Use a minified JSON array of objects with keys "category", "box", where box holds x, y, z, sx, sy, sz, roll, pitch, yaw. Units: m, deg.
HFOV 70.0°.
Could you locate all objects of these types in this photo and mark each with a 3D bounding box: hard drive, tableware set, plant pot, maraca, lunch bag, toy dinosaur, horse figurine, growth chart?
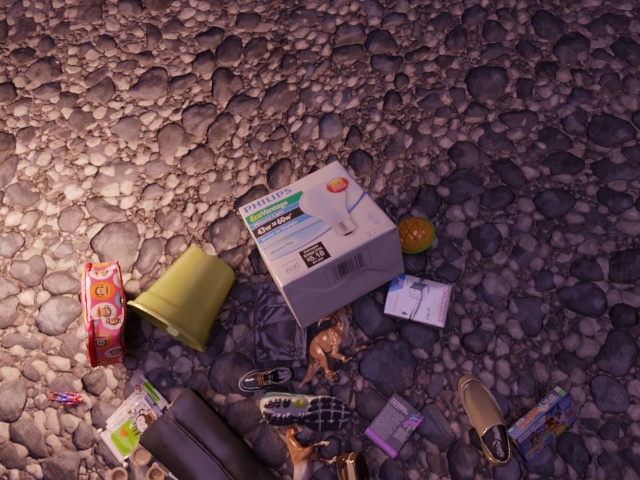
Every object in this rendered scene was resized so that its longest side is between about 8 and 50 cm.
[{"category":"hard drive","box":[-0.126,0.257,1.466,0.172,0.054,0.255,-5,71,6]},{"category":"tableware set","box":[-0.550,0.712,1.379,0.141,0.020,0.169,42,81,5]},{"category":"plant pot","box":[-0.404,0.169,1.429,0.276,0.276,0.254,27,65,11]},{"category":"maraca","box":[0.285,-0.016,1.502,0.185,0.099,0.127,-5,66,30]},{"category":"lunch bag","box":[-0.667,0.234,1.423,0.120,0.258,0.293,-4,54,-24]},{"category":"toy dinosaur","box":[0.023,0.314,1.417,0.296,0.127,0.200,-48,65,7]},{"category":"horse figurine","box":[-0.027,0.675,1.322,0.174,0.066,0.263,-12,82,31]},{"category":"growth chart","box":[-0.578,0.567,1.432,0.172,0.021,0.237,36,80,12]}]

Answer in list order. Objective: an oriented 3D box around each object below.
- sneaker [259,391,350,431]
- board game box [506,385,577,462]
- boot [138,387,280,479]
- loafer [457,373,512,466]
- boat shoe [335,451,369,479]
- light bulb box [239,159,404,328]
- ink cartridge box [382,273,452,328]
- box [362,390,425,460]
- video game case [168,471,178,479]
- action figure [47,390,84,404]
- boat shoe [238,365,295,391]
[{"category":"sneaker","box":[-0.044,0.495,1.372,0.275,0.110,0.107,12,92,-10]},{"category":"board game box","box":[0.636,0.527,1.307,0.201,0.035,0.136,-37,119,-7]},{"category":"boot","box":[-0.346,0.688,1.263,0.445,0.146,0.367,42,58,11]},{"category":"loafer","box":[0.489,0.521,1.332,0.102,0.092,0.268,-21,74,-2]},{"category":"boat shoe","box":[0.098,0.743,1.311,0.095,0.095,0.257,-17,73,32]},{"category":"light bulb box","box":[0.000,0.000,1.369,0.358,0.225,0.361,-28,48,-9]},{"category":"ink cartridge box","box":[0.304,0.191,1.447,0.190,0.082,0.140,12,75,9]},{"category":"box","box":[0.221,0.555,1.375,0.116,0.029,0.162,39,81,12]},{"category":"video game case","box":[-0.333,0.680,1.381,0.190,0.022,0.173,29,78,11]},{"category":"action figure","box":[-0.812,0.505,1.463,0.115,0.030,0.038,5,70,3]},{"category":"boat shoe","box":[-0.170,0.424,1.411,0.183,0.083,0.065,-14,73,0]}]
